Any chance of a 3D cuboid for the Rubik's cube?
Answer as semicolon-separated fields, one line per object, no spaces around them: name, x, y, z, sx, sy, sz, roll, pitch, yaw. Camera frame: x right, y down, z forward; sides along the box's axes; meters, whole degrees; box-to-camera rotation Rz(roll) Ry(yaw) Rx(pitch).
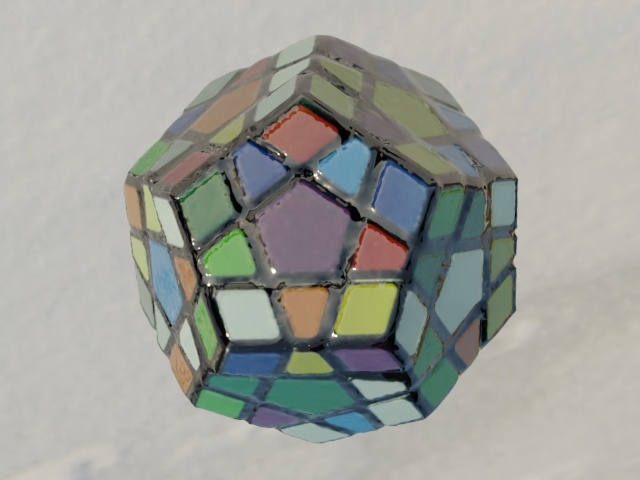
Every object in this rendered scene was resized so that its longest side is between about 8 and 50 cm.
Rubik's cube;0.000;0.000;0.548;0.112;0.133;0.133;-16;153;-20
